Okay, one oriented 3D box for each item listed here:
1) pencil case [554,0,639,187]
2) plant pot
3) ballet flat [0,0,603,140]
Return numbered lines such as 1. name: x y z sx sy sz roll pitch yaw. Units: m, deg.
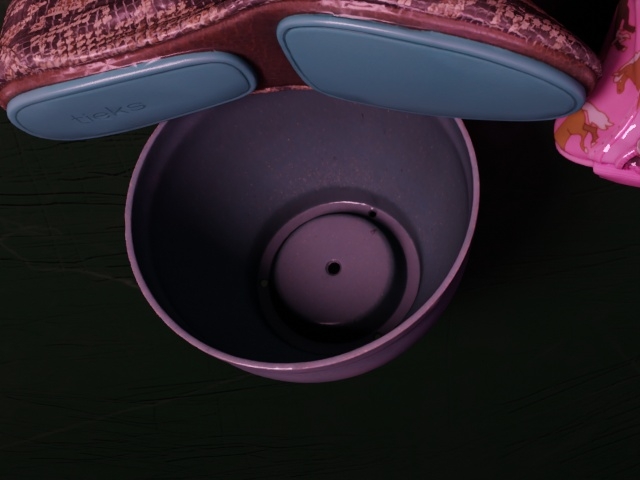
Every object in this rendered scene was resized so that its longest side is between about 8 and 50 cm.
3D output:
1. pencil case: 0.298 -0.218 0.646 0.160 0.167 0.386 2 122 -21
2. plant pot: 0.000 0.000 0.826 0.293 0.293 0.196 -7 155 10
3. ballet flat: -0.034 -0.183 0.712 0.482 0.182 0.164 -1 165 15
